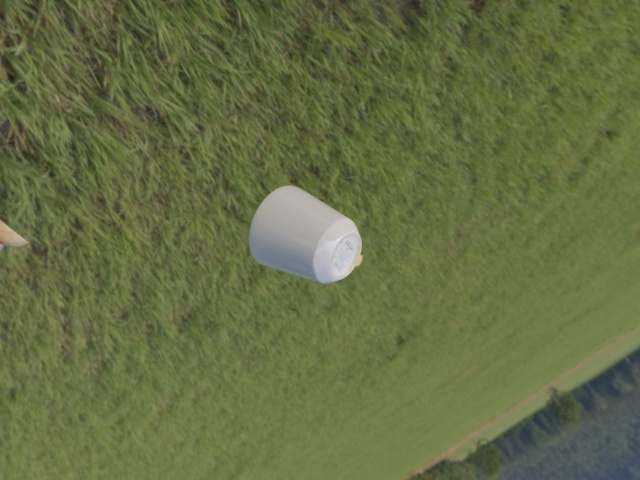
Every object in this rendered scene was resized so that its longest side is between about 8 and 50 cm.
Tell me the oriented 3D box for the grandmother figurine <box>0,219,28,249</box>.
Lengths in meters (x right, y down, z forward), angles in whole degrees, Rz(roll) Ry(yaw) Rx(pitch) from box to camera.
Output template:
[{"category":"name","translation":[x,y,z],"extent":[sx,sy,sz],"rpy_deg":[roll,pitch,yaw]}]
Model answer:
[{"category":"grandmother figurine","translation":[-0.575,0.080,0.772],"extent":[0.342,0.104,0.208],"rpy_deg":[-51,124,-17]}]

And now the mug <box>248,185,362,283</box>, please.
[{"category":"mug","translation":[-0.001,-0.002,0.415],"extent":[0.078,0.064,0.062],"rpy_deg":[-24,127,-44]}]
